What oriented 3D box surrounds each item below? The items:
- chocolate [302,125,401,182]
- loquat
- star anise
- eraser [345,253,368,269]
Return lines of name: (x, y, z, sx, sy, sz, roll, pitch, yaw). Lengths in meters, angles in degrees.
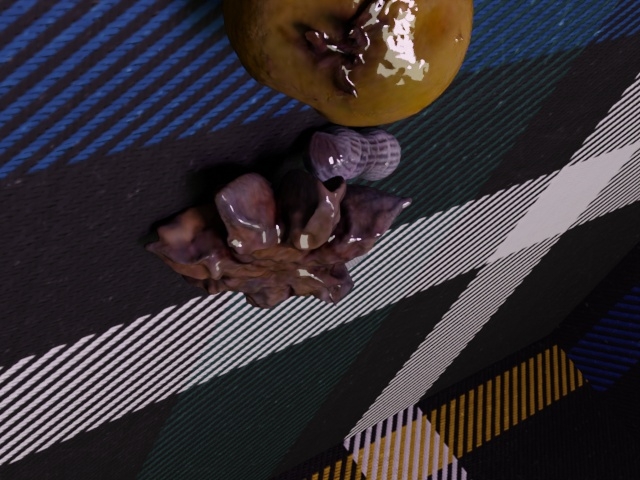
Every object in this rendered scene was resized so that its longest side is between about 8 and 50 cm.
chocolate: (0.039, -0.105, 1.204, 0.167, 0.072, 0.072, -9, 146, -54)
loquat: (0.022, -0.191, 0.815, 0.213, 0.213, 0.213, -31, 158, -14)
star anise: (-0.039, 0.004, 1.169, 0.315, 0.108, 0.315, -3, 149, -2)
eraser: (0.000, 0.000, 1.383, 0.096, 0.052, 0.225, -35, 158, 0)
